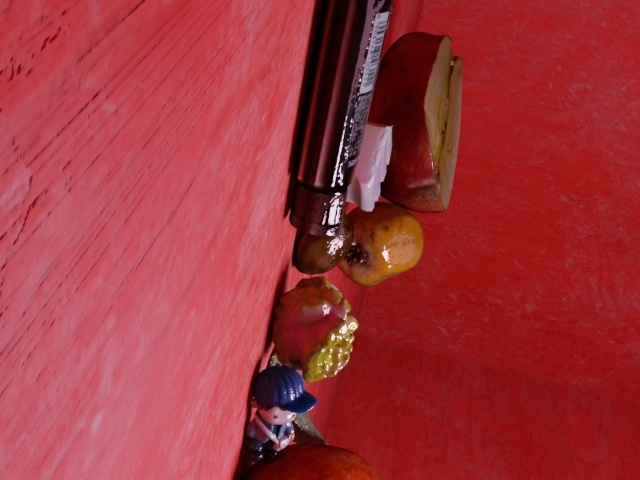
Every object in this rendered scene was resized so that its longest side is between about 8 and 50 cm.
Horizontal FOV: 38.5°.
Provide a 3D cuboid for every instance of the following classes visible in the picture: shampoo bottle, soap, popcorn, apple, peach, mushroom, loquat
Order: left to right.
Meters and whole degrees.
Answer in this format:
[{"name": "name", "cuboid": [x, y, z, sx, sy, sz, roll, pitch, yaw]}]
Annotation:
[{"name": "peach", "cuboid": [-0.034, 0.410, 1.358, 0.232, 0.256, 0.232, -27, -126, 44]}, {"name": "popcorn", "cuboid": [-0.010, 0.130, 1.331, 0.126, 0.125, 0.145, -82, 159, -68]}, {"name": "mushroom", "cuboid": [0.000, 0.000, 1.412, 0.127, 0.087, 0.127, -50, 168, -16]}, {"name": "shampoo bottle", "cuboid": [0.021, -0.165, 1.155, 0.129, 0.084, 0.323, -58, 162, -62]}, {"name": "soap", "cuboid": [0.070, -0.138, 1.655, 0.230, 0.091, 0.145, 82, 25, -76]}, {"name": "loquat", "cuboid": [0.118, 0.006, 1.945, 0.234, 0.176, 0.187, -14, 153, -49]}, {"name": "apple", "cuboid": [0.223, -0.250, 1.953, 0.329, 0.295, 0.365, 172, -74, -67]}]

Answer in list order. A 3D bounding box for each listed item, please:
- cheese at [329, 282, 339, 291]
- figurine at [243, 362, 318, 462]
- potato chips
[{"name": "cheese", "cuboid": [-0.011, 0.189, 1.705, 0.249, 0.071, 0.163, 98, 8, -47]}, {"name": "figurine", "cuboid": [-0.063, 0.245, 1.301, 0.087, 0.086, 0.149, 59, -43, 44]}, {"name": "potato chips", "cuboid": [-0.038, 0.264, 1.462, 0.167, 0.059, 0.228, 60, -13, 27]}]
